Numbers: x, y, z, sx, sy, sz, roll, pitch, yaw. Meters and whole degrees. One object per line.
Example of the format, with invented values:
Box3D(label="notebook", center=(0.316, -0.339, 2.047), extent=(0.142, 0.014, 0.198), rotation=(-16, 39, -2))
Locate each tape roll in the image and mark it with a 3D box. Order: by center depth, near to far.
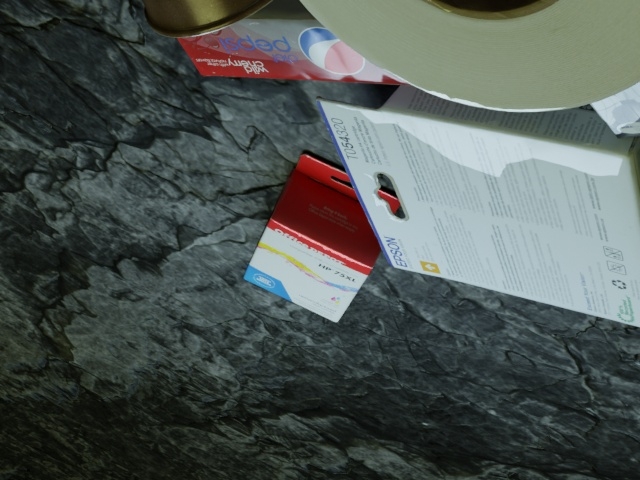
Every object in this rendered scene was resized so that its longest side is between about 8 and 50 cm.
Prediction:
Box3D(label="tape roll", center=(0.117, -0.267, 1.121), extent=(0.392, 0.072, 0.392), rotation=(20, 138, 19))

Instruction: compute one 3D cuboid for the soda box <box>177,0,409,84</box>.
Box3D(label="soda box", center=(-0.012, -0.207, 1.438), extent=(0.263, 0.083, 0.092), rotation=(7, 148, 33))

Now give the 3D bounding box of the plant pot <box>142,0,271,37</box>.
Box3D(label="plant pot", center=(-0.115, -0.288, 1.305), extent=(0.167, 0.167, 0.165), rotation=(3, 139, 37))

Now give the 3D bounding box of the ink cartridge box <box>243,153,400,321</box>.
Box3D(label="ink cartridge box", center=(0.000, 0.000, 1.821), extent=(0.134, 0.078, 0.231), rotation=(25, 154, -1))

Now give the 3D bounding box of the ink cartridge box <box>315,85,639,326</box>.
Box3D(label="ink cartridge box", center=(0.192, -0.046, 1.587), extent=(0.330, 0.071, 0.324), rotation=(15, 153, 26))

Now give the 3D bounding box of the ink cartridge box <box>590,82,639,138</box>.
Box3D(label="ink cartridge box", center=(0.235, -0.211, 1.248), extent=(0.165, 0.065, 0.332), rotation=(-5, 141, 46))
